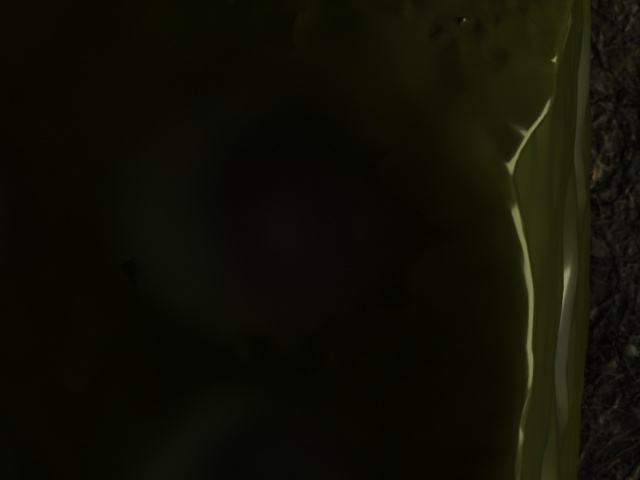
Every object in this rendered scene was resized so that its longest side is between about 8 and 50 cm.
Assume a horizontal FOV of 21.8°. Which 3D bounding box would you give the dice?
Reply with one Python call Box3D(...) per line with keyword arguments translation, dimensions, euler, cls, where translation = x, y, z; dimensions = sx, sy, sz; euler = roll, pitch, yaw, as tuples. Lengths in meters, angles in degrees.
Box3D(translation=(-0.036, 0.021, 0.470), dimensions=(0.233, 0.226, 0.238), euler=(-58, 151, -71), cls="dice")
